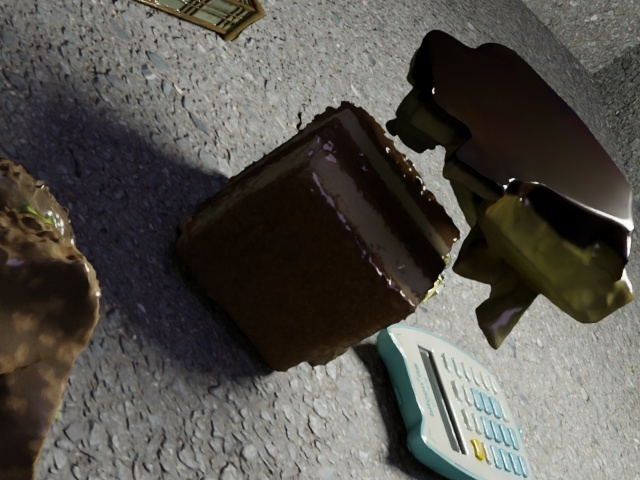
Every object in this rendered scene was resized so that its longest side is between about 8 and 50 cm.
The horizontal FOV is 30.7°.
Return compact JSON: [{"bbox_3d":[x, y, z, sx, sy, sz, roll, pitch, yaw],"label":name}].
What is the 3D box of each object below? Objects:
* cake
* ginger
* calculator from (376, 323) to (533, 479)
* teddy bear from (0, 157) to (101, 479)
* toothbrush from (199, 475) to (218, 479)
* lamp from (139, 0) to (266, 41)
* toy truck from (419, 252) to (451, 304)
[{"bbox_3d":[0.000,0.000,1.539,0.282,0.256,0.290,52,31,-11],"label":"cake"},{"bbox_3d":[0.209,-0.070,1.518,0.358,0.211,0.413,10,43,-40],"label":"ginger"},{"bbox_3d":[0.218,0.268,1.804,0.386,0.054,0.256,24,40,-47],"label":"calculator"},{"bbox_3d":[-0.324,0.066,1.072,0.246,0.222,0.296,40,74,-39],"label":"teddy bear"},{"bbox_3d":[-0.035,0.323,1.360,0.276,0.025,0.019,33,35,-37],"label":"toothbrush"},{"bbox_3d":[-0.225,-0.399,1.791,0.325,0.090,0.089,11,51,-53],"label":"lamp"},{"bbox_3d":[0.079,-0.002,1.810,0.272,0.124,0.157,54,37,-10],"label":"toy truck"}]
